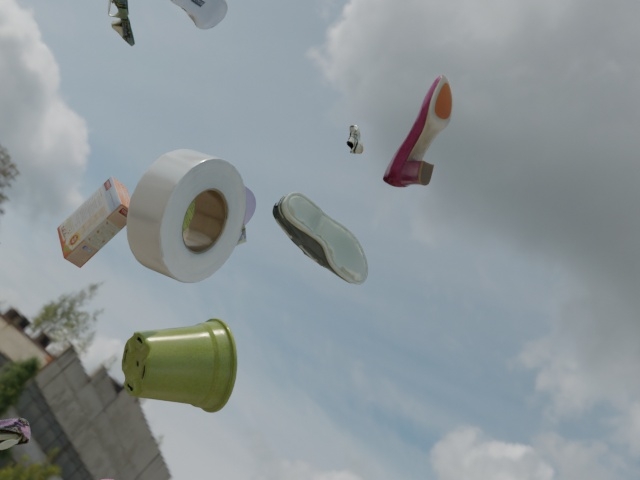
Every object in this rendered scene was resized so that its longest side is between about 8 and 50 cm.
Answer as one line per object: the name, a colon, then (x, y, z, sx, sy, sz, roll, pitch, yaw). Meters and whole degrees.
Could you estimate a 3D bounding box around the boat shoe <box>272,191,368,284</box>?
boat shoe: (0.000, 0.000, 1.920, 0.319, 0.116, 0.099, 44, -32, -20)

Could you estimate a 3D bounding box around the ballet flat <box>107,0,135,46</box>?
ballet flat: (-0.590, -0.656, 2.144, 0.070, 0.070, 0.188, 29, -40, 25)

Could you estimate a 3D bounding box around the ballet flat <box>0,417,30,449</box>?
ballet flat: (-0.820, 0.481, 1.785, 0.079, 0.221, 0.077, 45, -61, 43)

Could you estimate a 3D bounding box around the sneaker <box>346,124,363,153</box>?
sneaker: (0.081, -0.256, 1.834, 0.032, 0.037, 0.083, 114, -34, -60)

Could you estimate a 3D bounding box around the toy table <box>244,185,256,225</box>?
toy table: (-0.358, -0.115, 2.327, 0.161, 0.274, 0.252, 20, -82, 34)

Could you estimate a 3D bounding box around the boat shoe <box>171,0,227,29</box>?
boat shoe: (-0.344, -0.653, 1.932, 0.102, 0.108, 0.301, 53, 13, 11)

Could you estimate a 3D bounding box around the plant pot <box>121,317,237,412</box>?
plant pot: (-0.416, 0.353, 2.080, 0.276, 0.254, 0.276, -15, -109, 52)

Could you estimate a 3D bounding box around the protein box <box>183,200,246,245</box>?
protein box: (-0.331, -0.060, 1.971, 0.200, 0.201, 0.136, 64, -11, 13)

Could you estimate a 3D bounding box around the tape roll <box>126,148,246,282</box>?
tape roll: (-0.287, -0.053, 1.600, 0.100, 0.286, 0.286, 18, -39, 29)

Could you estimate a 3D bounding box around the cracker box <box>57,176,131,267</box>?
cracker box: (-0.642, -0.054, 2.089, 0.067, 0.232, 0.156, 41, 10, -42)

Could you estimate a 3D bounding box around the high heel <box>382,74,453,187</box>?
high heel: (0.202, -0.228, 1.531, 0.082, 0.244, 0.117, 13, -3, -42)

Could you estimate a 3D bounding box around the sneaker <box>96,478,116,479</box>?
sneaker: (-0.399, 0.428, 1.156, 0.077, 0.178, 0.072, 179, -104, -69)
